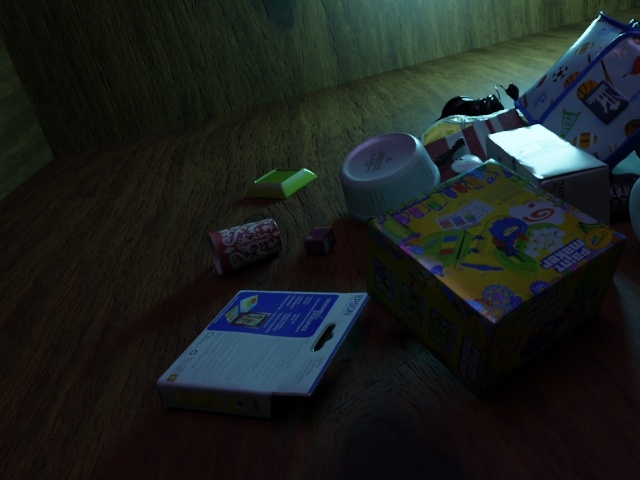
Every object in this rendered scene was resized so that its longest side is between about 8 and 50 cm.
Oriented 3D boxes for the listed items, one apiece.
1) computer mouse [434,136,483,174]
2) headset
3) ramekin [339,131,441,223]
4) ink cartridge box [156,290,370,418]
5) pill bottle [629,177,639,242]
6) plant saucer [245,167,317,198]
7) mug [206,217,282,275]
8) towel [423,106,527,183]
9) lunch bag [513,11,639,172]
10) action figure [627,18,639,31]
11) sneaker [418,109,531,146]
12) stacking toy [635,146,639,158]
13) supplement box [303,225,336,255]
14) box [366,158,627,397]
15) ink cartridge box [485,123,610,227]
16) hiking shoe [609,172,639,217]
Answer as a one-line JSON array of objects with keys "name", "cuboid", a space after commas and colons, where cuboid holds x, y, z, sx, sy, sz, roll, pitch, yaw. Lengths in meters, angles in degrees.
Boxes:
[{"name": "computer mouse", "cuboid": [0.382, -0.204, 1.537, 0.106, 0.042, 0.193, -35, 39, -1]}, {"name": "headset", "cuboid": [0.535, -0.398, 1.965, 0.394, 0.185, 0.243, -41, 28, -17]}, {"name": "ramekin", "cuboid": [0.176, -0.178, 1.567, 0.273, 0.127, 0.273, -17, 38, 14]}, {"name": "ink cartridge box", "cuboid": [-0.089, 0.196, 1.074, 0.307, 0.072, 0.303, 0, 27, 26]}, {"name": "pill bottle", "cuboid": [0.744, -0.077, 1.038, 0.323, 0.181, 0.181, -16, 24, -4]}, {"name": "plant saucer", "cuboid": [-0.138, -0.201, 1.984, 0.188, 0.045, 0.188, 5, 31, 37]}, {"name": "mug", "cuboid": [-0.198, 0.003, 1.502, 0.169, 0.113, 0.150, -19, 26, -17]}, {"name": "towel", "cuboid": [0.415, -0.227, 1.599, 0.329, 0.037, 0.237, -21, 41, 16]}, {"name": "lunch bag", "cuboid": [0.700, -0.346, 1.443, 0.328, 0.239, 0.385, -49, 23, 27]}, {"name": "action figure", "cuboid": [0.946, -0.446, 1.657, 0.178, 0.341, 0.330, -42, 6, 27]}, {"name": "sneaker", "cuboid": [0.470, -0.314, 1.739, 0.384, 0.145, 0.147, -18, 14, -3]}, {"name": "stacking toy", "cuboid": [0.929, -0.256, 1.264, 0.350, 0.350, 0.480, -30, 11, -30]}, {"name": "supplement box", "cuboid": [0.000, 0.000, 1.470, 0.055, 0.043, 0.083, -3, 26, 24]}, {"name": "box", "cuboid": [0.272, 0.044, 0.961, 0.290, 0.177, 0.279, -25, 45, -23]}, {"name": "ink cartridge box", "cuboid": [0.447, -0.081, 1.167, 0.129, 0.223, 0.307, -13, 24, 3]}, {"name": "hiking shoe", "cuboid": [0.639, -0.088, 1.240, 0.227, 0.086, 0.114, -24, 22, -21]}]
